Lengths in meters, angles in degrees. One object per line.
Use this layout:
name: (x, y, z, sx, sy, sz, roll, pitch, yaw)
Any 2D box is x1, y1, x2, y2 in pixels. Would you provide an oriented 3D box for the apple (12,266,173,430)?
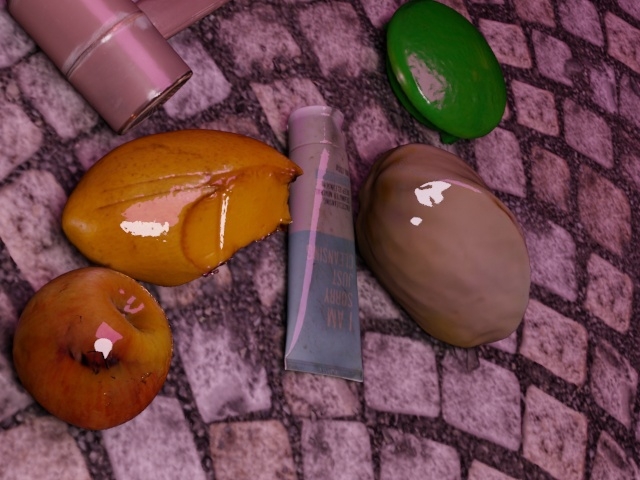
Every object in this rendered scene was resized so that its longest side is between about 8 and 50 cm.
apple: (-0.199, 0.094, 0.989, 0.146, 0.146, 0.147, 19, 56, -31)

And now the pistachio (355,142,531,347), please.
pistachio: (0.148, 0.001, 1.281, 0.288, 0.197, 0.166, 46, 47, -41)

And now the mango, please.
mango: (-0.142, -0.033, 1.113, 0.252, 0.126, 0.154, -14, 87, -36)

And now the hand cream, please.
hand cream: (0.000, 0.000, 1.254, 0.111, 0.070, 0.312, 14, 62, -39)

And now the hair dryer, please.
hair dryer: (-0.183, -0.264, 1.241, 0.189, 0.106, 0.344, 48, 37, -6)

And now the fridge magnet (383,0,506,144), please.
fridge magnet: (0.167, -0.229, 1.501, 0.208, 0.088, 0.208, 19, 57, -32)
